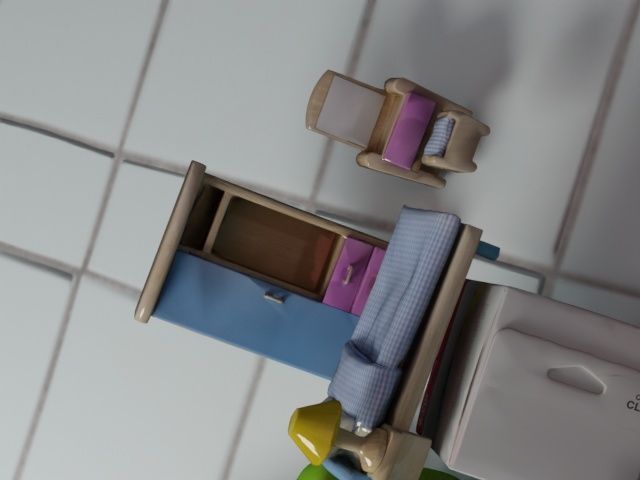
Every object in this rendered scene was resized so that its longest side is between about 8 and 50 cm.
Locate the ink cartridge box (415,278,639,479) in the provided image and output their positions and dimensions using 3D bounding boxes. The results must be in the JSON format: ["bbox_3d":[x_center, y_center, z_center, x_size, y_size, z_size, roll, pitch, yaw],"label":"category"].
[{"bbox_3d":[0.152,0.104,0.947,0.128,0.176,0.127,18,89,-2],"label":"ink cartridge box"}]

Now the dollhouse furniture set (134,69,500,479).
[{"bbox_3d":[0.000,0.000,0.992,0.303,0.198,0.286,-149,80,-80],"label":"dollhouse furniture set"}]

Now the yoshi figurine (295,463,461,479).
[{"bbox_3d":[-0.001,0.279,1.073,0.362,0.203,0.203,-34,21,39],"label":"yoshi figurine"}]
